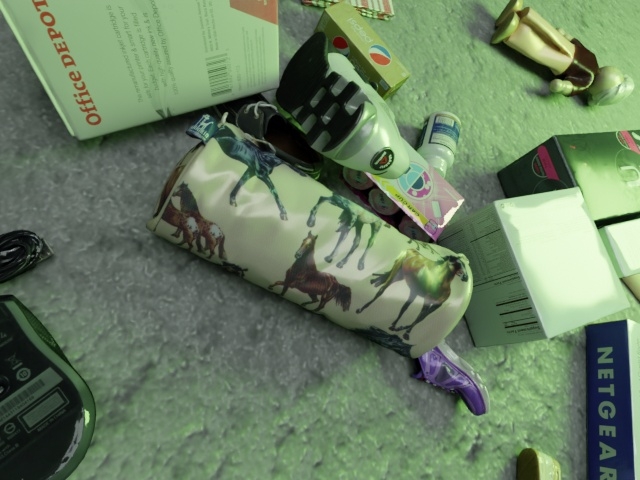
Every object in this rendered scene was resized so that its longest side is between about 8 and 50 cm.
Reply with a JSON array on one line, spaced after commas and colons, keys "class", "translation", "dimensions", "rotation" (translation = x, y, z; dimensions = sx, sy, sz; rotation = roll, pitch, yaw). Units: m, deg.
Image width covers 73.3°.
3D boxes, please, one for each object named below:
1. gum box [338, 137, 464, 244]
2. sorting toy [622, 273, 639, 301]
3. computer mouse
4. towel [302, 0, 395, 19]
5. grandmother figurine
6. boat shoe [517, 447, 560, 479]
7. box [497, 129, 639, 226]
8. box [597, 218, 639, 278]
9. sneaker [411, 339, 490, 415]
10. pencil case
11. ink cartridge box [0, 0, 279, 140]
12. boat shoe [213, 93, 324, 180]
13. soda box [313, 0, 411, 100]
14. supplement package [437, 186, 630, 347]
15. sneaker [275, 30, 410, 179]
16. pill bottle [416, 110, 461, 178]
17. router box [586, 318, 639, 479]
[{"class": "gum box", "translation": [0.131, -0.088, 0.708], "dimensions": [0.188, 0.062, 0.107], "rotation": [44, 62, -3]}, {"class": "sorting toy", "translation": [0.730, 0.064, 0.910], "dimensions": [0.208, 0.038, 0.193], "rotation": [-37, 88, -28]}, {"class": "computer mouse", "translation": [-0.328, 0.133, 0.450], "dimensions": [0.189, 0.072, 0.272], "rotation": [-33, 74, -26]}, {"class": "towel", "translation": [0.047, -0.507, 0.843], "dimensions": [0.197, 0.029, 0.144], "rotation": [-2, 73, -25]}, {"class": "grandmother figurine", "translation": [0.555, -0.407, 0.972], "dimensions": [0.343, 0.104, 0.207], "rotation": [25, 73, -9]}, {"class": "boat shoe", "translation": [0.323, 0.395, 0.618], "dimensions": [0.059, 0.063, 0.170], "rotation": [19, 65, -9]}, {"class": "box", "translation": [0.509, -0.103, 0.820], "dimensions": [0.271, 0.143, 0.165], "rotation": [-10, 76, -24]}, {"class": "box", "translation": [0.551, 0.020, 0.790], "dimensions": [0.171, 0.130, 0.090], "rotation": [-12, 77, -15]}, {"class": "sneaker", "translation": [0.177, 0.195, 0.640], "dimensions": [0.071, 0.068, 0.170], "rotation": [-41, 81, -13]}, {"class": "pencil case", "translation": [0.000, 0.000, 0.571], "dimensions": [0.411, 0.160, 0.183], "rotation": [29, 80, -10]}, {"class": "ink cartridge box", "translation": [-0.201, -0.267, 0.523], "dimensions": [0.283, 0.207, 0.117], "rotation": [-22, 62, -18]}, {"class": "boat shoe", "translation": [-0.082, -0.180, 0.648], "dimensions": [0.084, 0.079, 0.233], "rotation": [-39, 86, -27]}, {"class": "soda box", "translation": [0.074, -0.338, 0.776], "dimensions": [0.061, 0.058, 0.181], "rotation": [-40, 90, -28]}, {"class": "supplement package", "translation": [0.333, 0.043, 0.694], "dimensions": [0.194, 0.149, 0.203], "rotation": [-10, 76, -25]}, {"class": "sneaker", "translation": [0.031, -0.196, 0.650], "dimensions": [0.146, 0.122, 0.330], "rotation": [26, 31, -37]}, {"class": "pill bottle", "translation": [0.206, -0.164, 0.762], "dimensions": [0.067, 0.067, 0.120], "rotation": [25, 65, -12]}, {"class": "router box", "translation": [0.605, 0.341, 0.739], "dimensions": [0.301, 0.082, 0.335], "rotation": [22, 65, -13]}]
